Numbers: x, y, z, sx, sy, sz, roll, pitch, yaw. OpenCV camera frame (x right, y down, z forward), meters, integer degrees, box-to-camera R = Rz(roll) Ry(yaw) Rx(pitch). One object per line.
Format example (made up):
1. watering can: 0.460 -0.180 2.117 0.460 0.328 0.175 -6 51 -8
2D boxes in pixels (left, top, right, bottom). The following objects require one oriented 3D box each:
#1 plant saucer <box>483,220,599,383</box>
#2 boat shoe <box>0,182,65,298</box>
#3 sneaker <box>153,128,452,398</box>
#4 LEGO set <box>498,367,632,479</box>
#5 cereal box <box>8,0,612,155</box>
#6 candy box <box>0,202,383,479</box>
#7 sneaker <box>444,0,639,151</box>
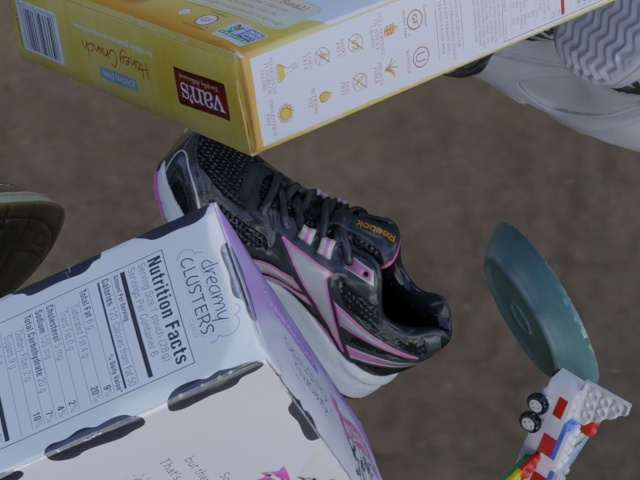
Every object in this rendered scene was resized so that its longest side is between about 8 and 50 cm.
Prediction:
1. plant saucer: 0.134 0.044 1.149 0.021 0.119 0.119 -30 103 -8
2. boat shoe: -0.201 0.002 0.780 0.073 0.080 0.223 41 30 18
3. sneaker: 0.000 0.000 0.894 0.178 0.077 0.072 42 44 -28
4. LEGO set: 0.113 0.166 1.043 0.060 0.244 0.182 32 88 21
5. cereal box: 0.012 -0.115 0.774 0.240 0.173 0.047 -26 122 -32
6. candy box: -0.086 0.093 0.640 0.196 0.070 0.165 -24 142 4
7. sneaker: 0.187 -0.124 0.954 0.210 0.366 0.137 16 87 -34
